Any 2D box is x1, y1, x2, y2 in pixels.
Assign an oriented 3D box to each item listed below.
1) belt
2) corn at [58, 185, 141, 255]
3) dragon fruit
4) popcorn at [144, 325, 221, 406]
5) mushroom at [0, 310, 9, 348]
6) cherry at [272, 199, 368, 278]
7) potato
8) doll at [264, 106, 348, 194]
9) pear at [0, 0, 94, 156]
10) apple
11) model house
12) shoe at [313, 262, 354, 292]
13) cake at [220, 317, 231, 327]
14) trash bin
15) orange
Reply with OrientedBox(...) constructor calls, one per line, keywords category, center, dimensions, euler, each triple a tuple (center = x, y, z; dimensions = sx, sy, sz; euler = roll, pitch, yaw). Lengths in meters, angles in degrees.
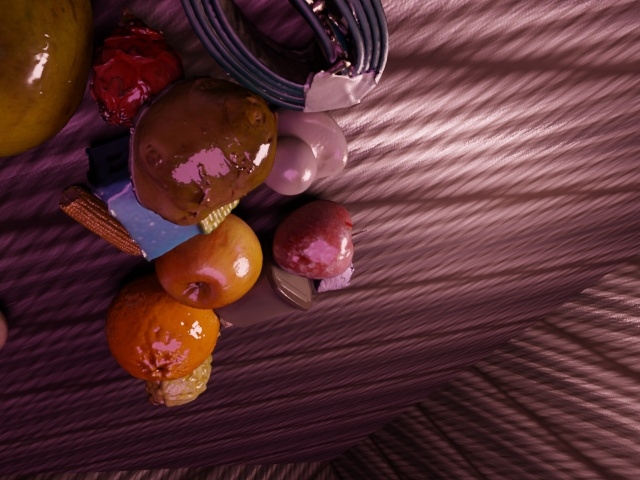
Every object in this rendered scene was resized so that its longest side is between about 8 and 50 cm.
OrientedBox(category="belt", center=(-0.060, -0.428, 0.785), dimensions=(0.300, 0.173, 0.436), euler=(-30, 135, 28))
OrientedBox(category="corn", center=(-0.550, -0.044, 1.108), dimensions=(0.081, 0.081, 0.248), euler=(-27, 137, 12))
OrientedBox(category="dragon fruit", center=(-0.347, -0.310, 0.815), dimensions=(0.172, 0.172, 0.210), euler=(18, 88, -33))
OrientedBox(category="popcorn", center=(-0.518, 0.456, 1.546), dimensions=(0.292, 0.293, 0.237), euler=(-6, 108, -12))
OrientedBox(category="mushroom", center=(-1.035, 0.276, 1.210), dimensions=(0.245, 0.202, 0.246), euler=(-18, 143, -14))
OrientedBox(category="cherry", center=(0.000, 0.000, 1.243), dimensions=(0.285, 0.213, 0.236), euler=(-14, 106, -4))
OrientedBox(category="potato", center=(-0.201, -0.159, 0.807), dimensions=(0.300, 0.196, 0.246), euler=(-60, 151, -8))
OrientedBox(category="doll", center=(-0.050, -0.200, 1.009), dimensions=(0.250, 0.221, 0.221), euler=(4, 135, -23))
OrientedBox(category="pear", center=(-0.546, -0.304, 0.651), dimensions=(0.351, 0.352, 0.413), euler=(25, 114, -38))
OrientedBox(category="apple", center=(-0.302, 0.054, 1.155), dimensions=(0.285, 0.233, 0.286), euler=(7, 134, 7))
OrientedBox(category="model house", center=(-0.343, -0.138, 0.984), dimensions=(0.303, 0.216, 0.237), euler=(-24, 139, -6))
OrientedBox(category="shoe", center=(0.059, 0.090, 1.456), dimensions=(0.137, 0.095, 0.245), euler=(-5, 141, -18))
OrientedBox(category="cake", center=(-0.356, 0.246, 1.535), dimensions=(0.051, 0.055, 0.140), euler=(-20, 121, 5))
OrientedBox(category="trash bin", center=(-0.189, 0.147, 1.345), dimensions=(0.250, 0.219, 0.220), euler=(-27, 136, 21))
OrientedBox(category="orange", center=(-0.479, 0.270, 1.309), dimensions=(0.340, 0.293, 0.341), euler=(-7, 131, -8))
